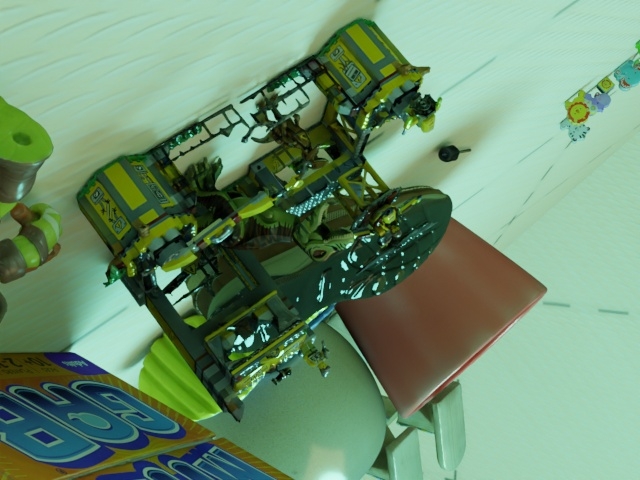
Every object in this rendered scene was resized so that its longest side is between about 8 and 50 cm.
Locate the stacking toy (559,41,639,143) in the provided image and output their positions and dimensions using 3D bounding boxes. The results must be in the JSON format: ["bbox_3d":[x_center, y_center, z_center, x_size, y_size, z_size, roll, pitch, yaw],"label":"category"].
[{"bbox_3d":[0.522,-0.269,1.640,0.221,0.052,0.167,-40,168,4],"label":"stacking toy"}]

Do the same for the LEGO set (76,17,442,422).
[{"bbox_3d":[-0.017,-0.001,0.747,0.331,0.192,0.255,-32,166,-27],"label":"LEGO set"}]

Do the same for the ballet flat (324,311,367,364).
[{"bbox_3d":[0.053,0.194,1.840,0.139,0.139,0.400,-39,172,1],"label":"ballet flat"}]

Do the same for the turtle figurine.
[{"bbox_3d":[-0.229,0.029,0.499,0.269,0.087,0.217,-27,163,-42],"label":"turtle figurine"}]

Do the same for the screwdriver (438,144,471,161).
[{"bbox_3d":[0.193,-0.123,1.307,0.025,0.024,0.170,-43,171,16],"label":"screwdriver"}]

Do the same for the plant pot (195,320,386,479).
[{"bbox_3d":[-0.064,0.200,1.259,0.284,0.284,0.191,-34,134,-21],"label":"plant pot"}]

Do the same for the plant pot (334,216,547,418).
[{"bbox_3d":[0.144,0.078,1.333,0.275,0.243,0.275,-40,167,-11],"label":"plant pot"}]

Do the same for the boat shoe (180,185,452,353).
[{"bbox_3d":[0.000,0.000,0.976,0.324,0.120,0.122,-22,141,-34],"label":"boat shoe"}]

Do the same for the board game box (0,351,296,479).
[{"bbox_3d":[-0.214,0.324,0.715,0.356,0.356,0.356,-63,166,0],"label":"board game box"}]

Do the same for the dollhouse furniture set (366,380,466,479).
[{"bbox_3d":[-0.015,0.379,1.467,0.394,0.362,0.256,-34,124,-44],"label":"dollhouse furniture set"}]

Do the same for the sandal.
[{"bbox_3d":[-0.082,0.110,1.135,0.317,0.126,0.138,-37,171,1],"label":"sandal"}]
